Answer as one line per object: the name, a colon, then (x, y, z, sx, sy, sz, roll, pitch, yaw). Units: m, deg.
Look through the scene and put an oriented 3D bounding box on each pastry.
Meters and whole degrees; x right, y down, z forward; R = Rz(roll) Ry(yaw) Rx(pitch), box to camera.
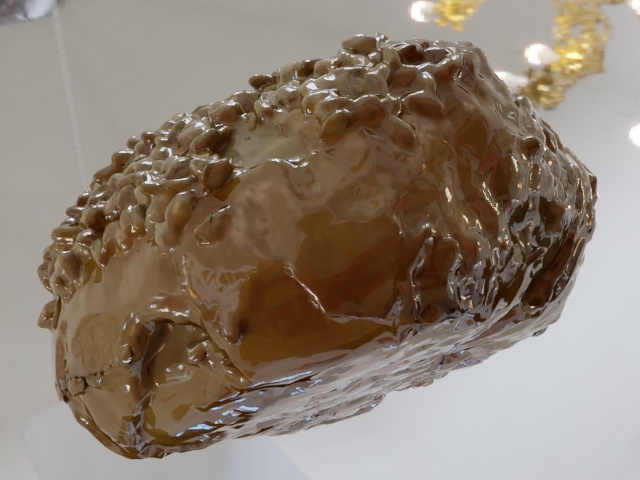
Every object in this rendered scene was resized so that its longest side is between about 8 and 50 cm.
pastry: (0.000, 0.000, 0.704, 0.255, 0.311, 0.162, -27, -104, 15)
